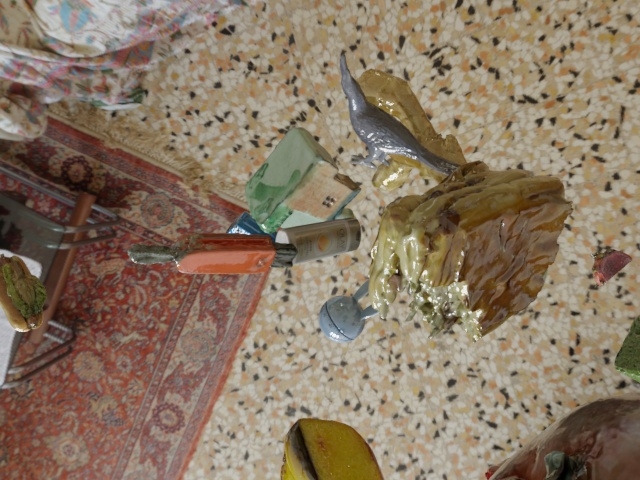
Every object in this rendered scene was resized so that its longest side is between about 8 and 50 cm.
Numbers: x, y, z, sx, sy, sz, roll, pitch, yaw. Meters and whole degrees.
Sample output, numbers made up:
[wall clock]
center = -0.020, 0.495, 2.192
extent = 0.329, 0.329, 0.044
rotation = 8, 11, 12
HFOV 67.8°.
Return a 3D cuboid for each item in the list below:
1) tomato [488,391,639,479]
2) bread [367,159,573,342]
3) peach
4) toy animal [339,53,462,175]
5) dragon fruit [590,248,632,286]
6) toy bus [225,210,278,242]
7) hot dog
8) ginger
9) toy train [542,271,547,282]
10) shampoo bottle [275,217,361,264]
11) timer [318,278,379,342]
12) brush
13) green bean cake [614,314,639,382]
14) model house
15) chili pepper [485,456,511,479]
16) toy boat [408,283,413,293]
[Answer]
[tomato]
center = 0.221, 0.253, 0.292
extent = 0.282, 0.316, 0.317
rotation = 35, 99, 6
[bread]
center = 0.231, 0.023, 0.823
extent = 0.370, 0.191, 0.314
rotation = -18, 130, -27
[peach]
center = 0.030, 0.653, 1.210
extent = 0.242, 0.306, 0.380
rotation = -1, 88, -24
[toy animal]
center = 0.144, -0.227, 1.084
extent = 0.367, 0.206, 0.081
rotation = 43, 62, 0
[dragon fruit]
center = 0.958, 0.078, 1.604
extent = 0.147, 0.102, 0.096
rotation = -45, 75, 5
[toy bus]
center = -0.217, -0.012, 1.607
extent = 0.184, 0.090, 0.106
rotation = 34, 133, -11
[hot dog]
center = -0.428, 0.071, 0.679
extent = 0.133, 0.056, 0.041
rotation = 54, 128, 17
[ginger]
center = 0.250, -0.273, 1.261
extent = 0.348, 0.122, 0.363
rotation = 17, 126, 42
[toy train]
center = 0.573, 0.113, 1.299
extent = 0.051, 0.234, 0.052
rotation = 14, 79, 21
[shampoo bottle]
center = 0.000, 0.000, 1.124
extent = 0.056, 0.227, 0.086
rotation = 16, 110, 47
[timer]
center = 0.118, 0.242, 1.592
extent = 0.255, 0.175, 0.175
rotation = -23, 94, 0
[brush]
center = -0.184, 0.022, 0.873
extent = 0.070, 0.323, 0.051
rotation = -56, 47, 33
[green bean cake]
center = 1.079, 0.341, 1.527
extent = 0.125, 0.222, 0.248
rotation = 29, 84, 9
[model house]
center = -0.012, -0.126, 1.387
extent = 0.267, 0.325, 0.194
rotation = -47, 45, 19
[chili pepper]
center = 0.292, 0.356, 0.711
extent = 0.050, 0.268, 0.059
rotation = -44, 51, 16
[toy boat]
center = 0.354, 0.101, 1.614
extent = 0.075, 0.077, 0.185
rotation = 28, 62, 29
